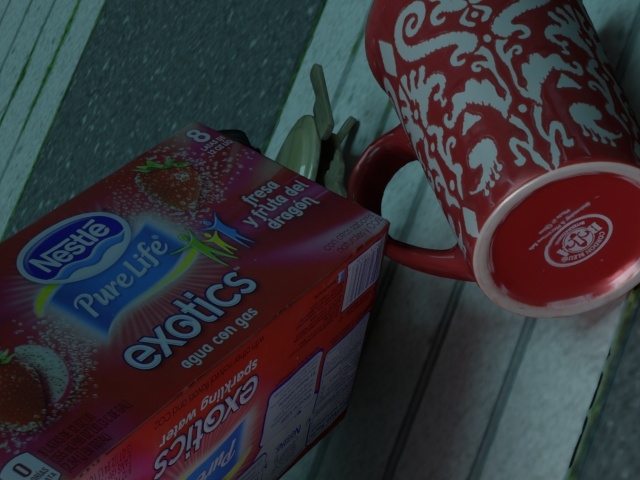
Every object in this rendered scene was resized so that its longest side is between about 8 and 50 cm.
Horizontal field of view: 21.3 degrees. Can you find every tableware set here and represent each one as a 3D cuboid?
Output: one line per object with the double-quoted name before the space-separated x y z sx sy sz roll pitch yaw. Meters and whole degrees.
"tableware set" 0.000 0.000 0.964 0.194 0.039 0.128 -101 32 -57

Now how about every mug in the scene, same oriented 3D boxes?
"mug" 0.089 -0.039 0.804 0.169 0.113 0.150 -108 27 -47

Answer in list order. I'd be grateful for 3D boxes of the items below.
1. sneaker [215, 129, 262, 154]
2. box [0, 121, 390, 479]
"sneaker" -0.058 -0.033 1.008 0.152 0.058 0.085 131 143 -68
"box" -0.092 0.068 0.761 0.257 0.122 0.128 -39 -32 -45
